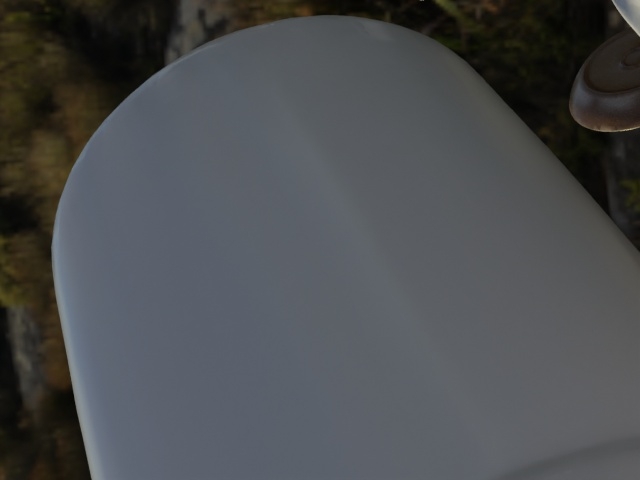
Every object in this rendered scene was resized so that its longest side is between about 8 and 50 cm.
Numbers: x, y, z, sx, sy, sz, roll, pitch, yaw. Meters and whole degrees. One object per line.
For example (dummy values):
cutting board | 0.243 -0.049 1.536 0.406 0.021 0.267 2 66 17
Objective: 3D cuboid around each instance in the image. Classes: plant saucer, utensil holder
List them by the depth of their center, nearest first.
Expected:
utensil holder | 0.039 0.104 0.643 0.385 0.328 0.327 -119 31 -47
plant saucer | 0.391 -0.212 1.528 0.036 0.198 0.198 54 173 -31

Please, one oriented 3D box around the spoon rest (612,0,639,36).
spoon rest | 0.420 -0.232 1.416 0.276 0.084 0.137 51 144 23
